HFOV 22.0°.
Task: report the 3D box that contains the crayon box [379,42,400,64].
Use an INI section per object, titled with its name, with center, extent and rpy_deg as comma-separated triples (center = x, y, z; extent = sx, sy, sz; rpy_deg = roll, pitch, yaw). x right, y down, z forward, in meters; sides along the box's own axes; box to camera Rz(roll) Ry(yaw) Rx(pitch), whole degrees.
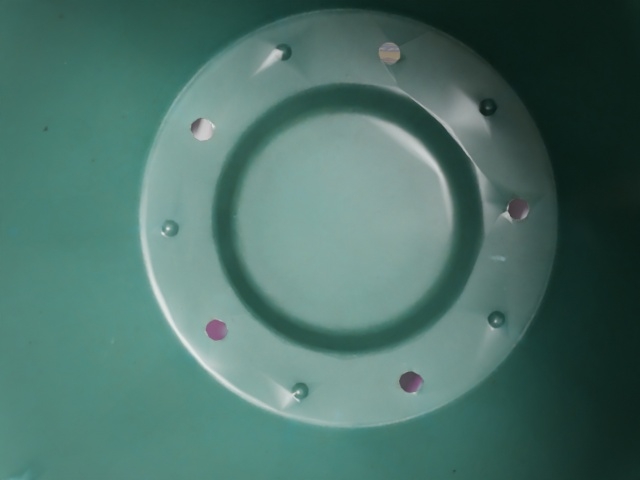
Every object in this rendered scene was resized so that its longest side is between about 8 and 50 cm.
[crayon box]
center = 0.005, -0.148, 0.938
extent = 0.203, 0.083, 0.323
rpy_deg = 1, -1, -22

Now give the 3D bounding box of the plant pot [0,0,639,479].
[plant pot]
center = 0.000, 0.000, 0.576
extent = 0.293, 0.293, 0.235
rpy_deg = 18, 6, 5
